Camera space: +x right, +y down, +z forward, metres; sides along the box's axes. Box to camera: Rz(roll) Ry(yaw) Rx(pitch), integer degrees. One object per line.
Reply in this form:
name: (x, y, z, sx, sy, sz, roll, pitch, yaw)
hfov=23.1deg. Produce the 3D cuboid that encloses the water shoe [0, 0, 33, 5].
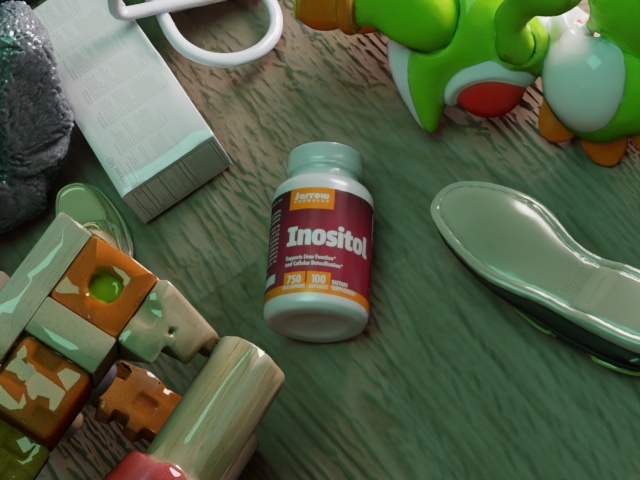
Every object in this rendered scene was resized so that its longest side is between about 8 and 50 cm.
water shoe: (-0.347, -0.246, 1.522, 0.203, 0.073, 0.080, -37, 54, -3)

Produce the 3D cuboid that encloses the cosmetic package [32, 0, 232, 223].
cosmetic package: (-0.181, -0.135, 1.420, 0.099, 0.060, 0.239, -33, 60, -2)

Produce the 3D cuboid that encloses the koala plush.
koala plush: (-0.339, -0.131, 1.402, 0.196, 0.203, 0.221, -33, 51, -12)

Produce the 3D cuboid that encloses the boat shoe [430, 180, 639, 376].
boat shoe: (0.180, 0.033, 1.217, 0.228, 0.068, 0.081, 34, 67, 28)

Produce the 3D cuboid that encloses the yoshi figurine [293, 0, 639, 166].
yoshi figurine: (0.175, -0.202, 1.264, 0.362, 0.203, 0.203, 21, 63, 17)

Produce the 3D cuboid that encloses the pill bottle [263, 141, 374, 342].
pill bottle: (0.000, 0.000, 1.282, 0.086, 0.086, 0.152, -4, 64, 16)

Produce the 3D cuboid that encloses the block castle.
block castle: (-0.264, 0.098, 1.126, 0.453, 0.303, 0.213, 32, 70, 3)

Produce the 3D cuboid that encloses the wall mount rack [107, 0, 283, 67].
wall mount rack: (-0.083, -0.337, 1.452, 0.304, 0.130, 0.350, -16, 60, -16)

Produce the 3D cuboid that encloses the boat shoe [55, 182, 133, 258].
boat shoe: (-0.196, 0.012, 1.355, 0.063, 0.059, 0.170, -27, 60, 4)
